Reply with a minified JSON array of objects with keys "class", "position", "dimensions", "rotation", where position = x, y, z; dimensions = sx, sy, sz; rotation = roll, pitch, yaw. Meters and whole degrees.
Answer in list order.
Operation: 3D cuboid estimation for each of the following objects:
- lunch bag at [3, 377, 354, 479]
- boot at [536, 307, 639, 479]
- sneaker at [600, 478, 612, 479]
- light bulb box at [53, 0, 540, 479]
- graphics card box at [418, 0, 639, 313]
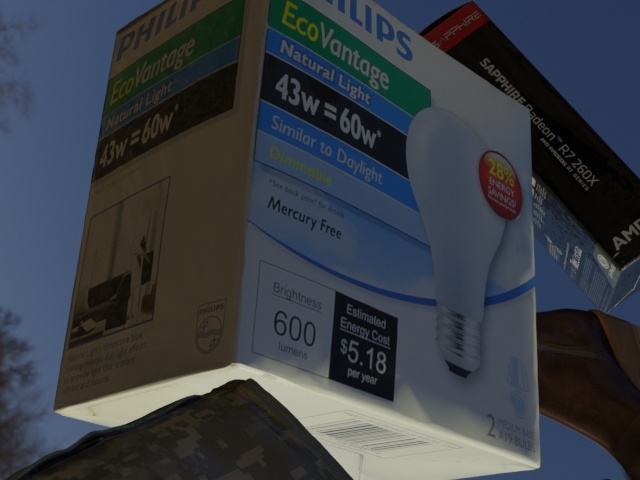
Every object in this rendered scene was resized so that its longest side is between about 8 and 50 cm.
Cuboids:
[{"class":"lunch bag","position":[-0.077,0.233,0.533],"dimensions":[0.169,0.235,0.287],"rotation":[-23,-92,51]},{"class":"boot","position":[0.244,0.167,1.011],"dimensions":[0.248,0.207,0.090],"rotation":[-86,-175,-46]},{"class":"sneaker","position":[0.322,0.358,1.127],"dimensions":[0.051,0.089,0.170],"rotation":[-35,-157,52]},{"class":"light bulb box","position":[0.000,0.000,0.888],"dimensions":[0.225,0.358,0.361],"rotation":[-19,-122,41]},{"class":"graphics card box","position":[0.268,-0.095,1.251],"dimensions":[0.371,0.094,0.233],"rotation":[53,-2,21]}]
